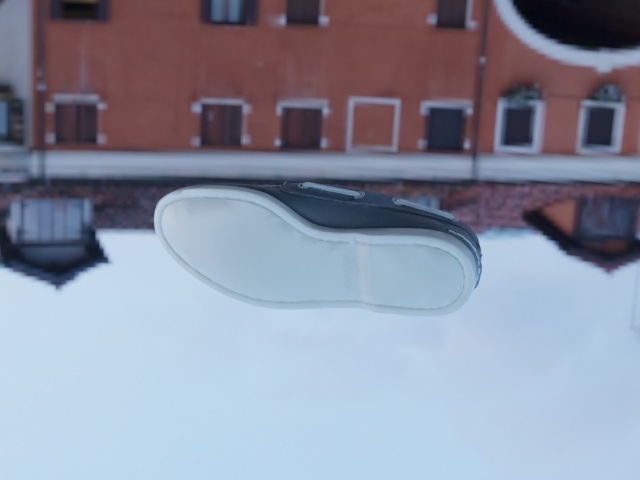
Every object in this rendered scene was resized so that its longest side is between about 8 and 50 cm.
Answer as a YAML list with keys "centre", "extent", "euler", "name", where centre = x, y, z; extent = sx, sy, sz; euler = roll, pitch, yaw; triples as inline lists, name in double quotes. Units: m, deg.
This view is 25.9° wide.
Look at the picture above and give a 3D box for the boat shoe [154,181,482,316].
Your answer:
- centre: [0.000, 0.000, 1.336]
  extent: [0.319, 0.116, 0.099]
  euler: [9, -154, 16]
  name: "boat shoe"
